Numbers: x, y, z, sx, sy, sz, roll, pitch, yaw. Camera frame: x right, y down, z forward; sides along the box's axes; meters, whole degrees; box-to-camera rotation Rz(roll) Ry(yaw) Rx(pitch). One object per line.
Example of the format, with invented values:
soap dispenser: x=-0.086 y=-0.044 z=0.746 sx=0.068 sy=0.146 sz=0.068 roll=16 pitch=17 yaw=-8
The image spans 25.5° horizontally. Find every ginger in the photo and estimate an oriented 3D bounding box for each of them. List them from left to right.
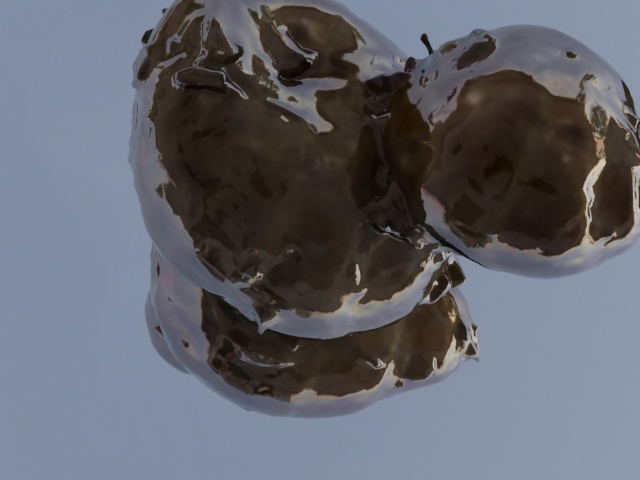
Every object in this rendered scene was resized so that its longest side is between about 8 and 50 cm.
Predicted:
ginger: x=0.000 y=0.000 z=0.773 sx=0.256 sy=0.375 sz=0.176 roll=19 pitch=-122 yaw=-10
